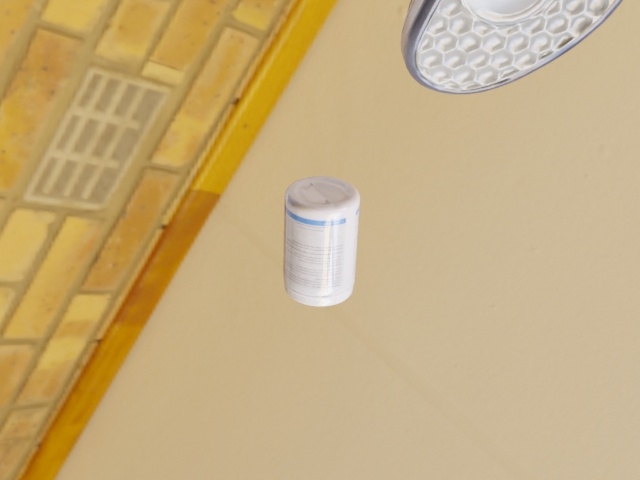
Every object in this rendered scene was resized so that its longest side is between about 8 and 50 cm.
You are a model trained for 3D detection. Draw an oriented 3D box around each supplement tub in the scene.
[{"bbox_3d":[0.000,0.000,0.845,0.071,0.071,0.107,27,-52,34],"label":"supplement tub"}]

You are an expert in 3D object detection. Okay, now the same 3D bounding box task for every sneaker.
[{"bbox_3d":[0.104,-0.191,0.429,0.226,0.086,0.163,-52,-148,28],"label":"sneaker"}]
